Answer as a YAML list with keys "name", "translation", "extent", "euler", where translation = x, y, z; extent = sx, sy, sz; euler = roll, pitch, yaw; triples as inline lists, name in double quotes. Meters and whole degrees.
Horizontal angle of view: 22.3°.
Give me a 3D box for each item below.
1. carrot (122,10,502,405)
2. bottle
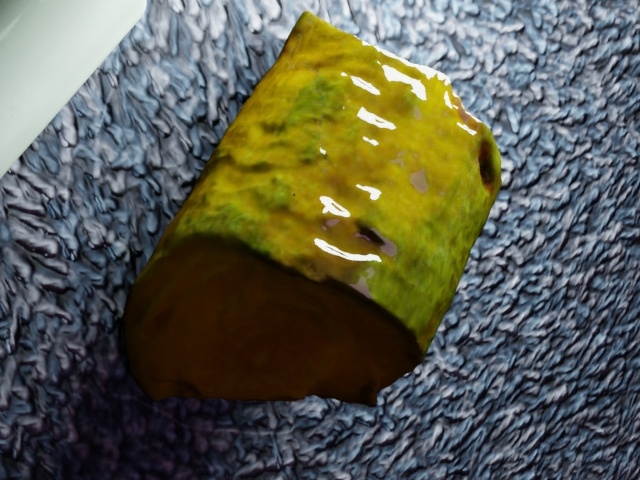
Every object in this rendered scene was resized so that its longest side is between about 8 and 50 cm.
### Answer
- name: "carrot"
  translation: [0.000, 0.000, 1.353]
  extent: [0.241, 0.242, 0.340]
  euler: [43, 69, -44]
- name: "bottle"
  translation: [-0.235, -0.117, 1.166]
  extent: [0.245, 0.104, 0.104]
  euler: [-53, 133, -22]
